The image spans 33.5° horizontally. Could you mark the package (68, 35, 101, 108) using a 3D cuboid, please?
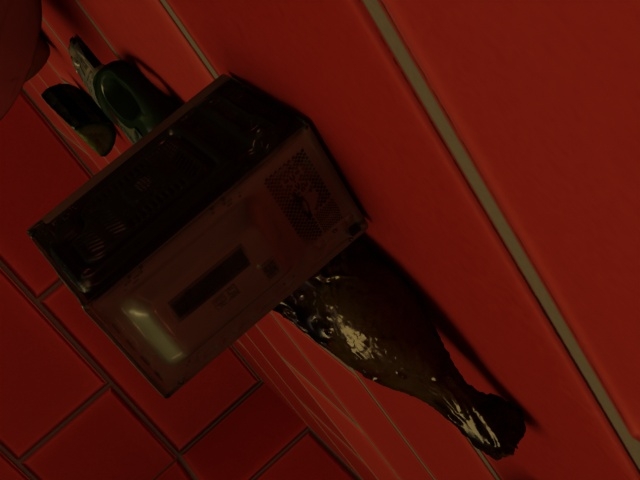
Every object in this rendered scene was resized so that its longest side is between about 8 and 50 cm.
[{"bbox_3d":[-0.303,-0.205,1.524,0.173,0.027,0.171,50,167,-7],"label":"package"}]

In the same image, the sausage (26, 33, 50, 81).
[{"bbox_3d":[-0.553,-0.372,1.701,0.123,0.123,0.253,39,166,45],"label":"sausage"}]

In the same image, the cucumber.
[{"bbox_3d":[-0.418,-0.216,1.876,0.115,0.062,0.116,46,177,28],"label":"cucumber"}]

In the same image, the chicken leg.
[{"bbox_3d":[0.036,0.076,0.926,0.322,0.083,0.177,28,159,49],"label":"chicken leg"}]

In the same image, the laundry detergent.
[{"bbox_3d":[-0.206,-0.150,1.216,0.211,0.063,0.137,45,166,33],"label":"laundry detergent"}]

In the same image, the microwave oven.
[{"bbox_3d":[-0.097,-0.011,0.824,0.162,0.208,0.122,37,164,51],"label":"microwave oven"}]

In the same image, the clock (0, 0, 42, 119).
[{"bbox_3d":[-0.543,-0.289,1.309,0.376,0.368,0.250,28,-163,13],"label":"clock"}]
